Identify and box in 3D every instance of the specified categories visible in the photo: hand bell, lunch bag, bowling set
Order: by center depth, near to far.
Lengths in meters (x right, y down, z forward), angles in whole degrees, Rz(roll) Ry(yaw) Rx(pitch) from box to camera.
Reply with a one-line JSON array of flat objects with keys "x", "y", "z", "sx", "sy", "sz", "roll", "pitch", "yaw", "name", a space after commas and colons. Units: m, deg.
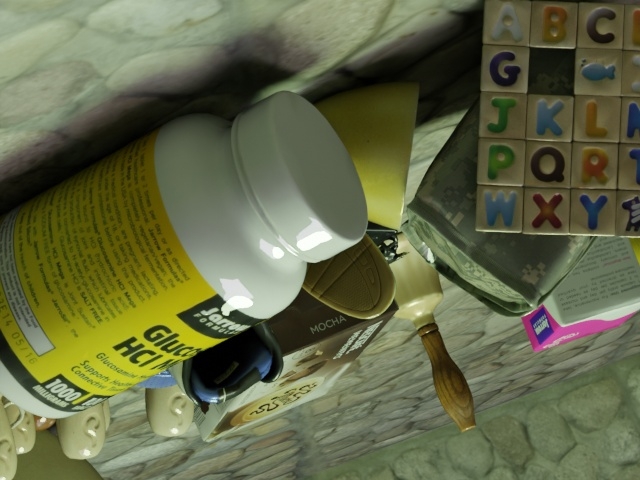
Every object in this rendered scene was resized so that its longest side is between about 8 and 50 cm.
[{"x": 0.198, "y": -0.060, "z": 1.772, "sx": 0.235, "sy": 0.169, "sz": 0.287, "roll": -52, "pitch": 177, "yaw": -3, "name": "lunch bag"}, {"x": -0.299, "y": 0.151, "z": 2.095, "sx": 0.287, "sy": 0.154, "sz": 0.200, "roll": -12, "pitch": -168, "yaw": -38, "name": "bowling set"}, {"x": 0.134, "y": 0.117, "z": 2.304, "sx": 0.126, "sy": 0.242, "sz": 0.126, "roll": -20, "pitch": 166, "yaw": -5, "name": "hand bell"}]

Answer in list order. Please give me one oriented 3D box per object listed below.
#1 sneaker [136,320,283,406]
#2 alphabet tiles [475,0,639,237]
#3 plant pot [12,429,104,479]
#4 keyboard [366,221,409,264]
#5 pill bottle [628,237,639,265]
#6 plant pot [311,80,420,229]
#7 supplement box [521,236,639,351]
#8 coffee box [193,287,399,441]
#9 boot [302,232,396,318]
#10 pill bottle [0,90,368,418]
[{"x": -0.132, "y": 0.099, "z": 1.893, "sx": 0.127, "sy": 0.182, "sz": 0.315, "roll": -17, "pitch": 155, "yaw": -21, "name": "sneaker"}, {"x": 0.253, "y": -0.102, "z": 1.617, "sx": 0.237, "sy": 0.198, "sz": 0.009, "roll": 2, "pitch": -178, "yaw": 1, "name": "alphabet tiles"}, {"x": -0.406, "y": 0.347, "z": 2.489, "sx": 0.284, "sy": 0.191, "sz": 0.284, "roll": -20, "pitch": 165, "yaw": -6, "name": "plant pot"}, {"x": -0.026, "y": 0.042, "z": 2.235, "sx": 0.201, "sy": 0.033, "sz": 0.317, "roll": 2, "pitch": 155, "yaw": -42, "name": "keyboard"}, {"x": 0.469, "y": 0.025, "z": 2.720, "sx": 0.184, "sy": 0.103, "sz": 0.103, "roll": -16, "pitch": 165, "yaw": -21, "name": "pill bottle"}, {"x": 0.033, "y": -0.082, "z": 1.705, "sx": 0.095, "sy": 0.134, "sz": 0.134, "roll": 8, "pitch": 164, "yaw": 1, "name": "plant pot"}, {"x": 0.255, "y": -0.007, "z": 2.061, "sx": 0.114, "sy": 0.220, "sz": 0.111, "roll": -17, "pitch": 165, "yaw": -16, "name": "supplement box"}, {"x": -0.048, "y": 0.104, "z": 2.124, "sx": 0.168, "sy": 0.119, "sz": 0.297, "roll": -20, "pitch": 165, "yaw": -24, "name": "coffee box"}, {"x": 0.000, "y": 0.000, "z": 1.792, "sx": 0.077, "sy": 0.213, "sz": 0.165, "roll": -54, "pitch": 163, "yaw": 4, "name": "boot"}, {"x": -0.135, "y": 0.008, "z": 1.632, "sx": 0.334, "sy": 0.188, "sz": 0.188, "roll": -27, "pitch": 164, "yaw": 23, "name": "pill bottle"}]
